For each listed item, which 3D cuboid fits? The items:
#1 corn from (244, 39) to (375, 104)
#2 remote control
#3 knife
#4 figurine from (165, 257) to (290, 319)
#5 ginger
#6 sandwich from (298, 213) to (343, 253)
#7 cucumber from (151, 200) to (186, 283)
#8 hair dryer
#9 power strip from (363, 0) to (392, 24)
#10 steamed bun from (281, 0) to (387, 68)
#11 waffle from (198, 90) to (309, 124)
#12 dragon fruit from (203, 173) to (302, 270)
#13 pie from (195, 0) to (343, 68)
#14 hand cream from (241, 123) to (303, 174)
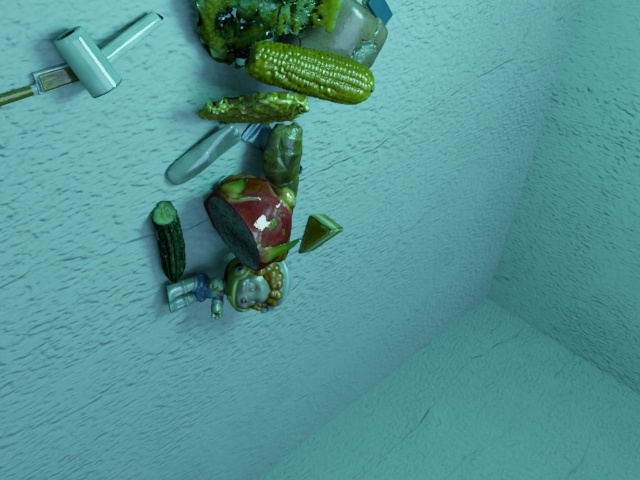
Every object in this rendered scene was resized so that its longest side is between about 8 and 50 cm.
[{"bbox_3d":[-0.016,-0.415,1.369,0.364,0.120,0.120,1,119,-31],"label":"corn"},{"bbox_3d":[-0.308,-0.223,1.464,0.229,0.044,0.073,-37,146,-6],"label":"remote control"},{"bbox_3d":[-0.566,-0.319,1.112,0.256,0.022,0.046,-32,134,-29],"label":"knife"},{"bbox_3d":[-0.289,0.118,1.709,0.382,0.205,0.224,2,123,-29],"label":"figurine"},{"bbox_3d":[-0.112,-0.224,1.595,0.116,0.110,0.262,-66,168,-45],"label":"ginger"},{"bbox_3d":[0.000,0.000,1.984,0.079,0.113,0.163,-10,127,-46],"label":"sandwich"},{"bbox_3d":[-0.417,0.013,1.538,0.077,0.077,0.265,-31,142,-30],"label":"cucumber"},{"bbox_3d":[-0.423,-0.421,1.149,0.236,0.073,0.131,-47,131,-23],"label":"hair dryer"},{"bbox_3d":[0.176,-0.703,1.659,0.056,0.032,0.123,-55,146,2],"label":"power strip"},{"bbox_3d":[0.059,-0.545,1.507,0.301,0.199,0.251,12,110,-54],"label":"steamed bun"},{"bbox_3d":[-0.165,-0.334,1.391,0.291,0.291,0.051,-5,91,-48],"label":"waffle"},{"bbox_3d":[-0.185,-0.062,1.576,0.189,0.291,0.290,-33,141,-28],"label":"dragon fruit"},{"bbox_3d":[-0.119,-0.551,1.269,0.372,0.078,0.296,-23,150,4],"label":"pie"},{"bbox_3d":[-0.137,-0.273,1.650,0.088,0.055,0.256,-47,139,2],"label":"hand cream"}]
